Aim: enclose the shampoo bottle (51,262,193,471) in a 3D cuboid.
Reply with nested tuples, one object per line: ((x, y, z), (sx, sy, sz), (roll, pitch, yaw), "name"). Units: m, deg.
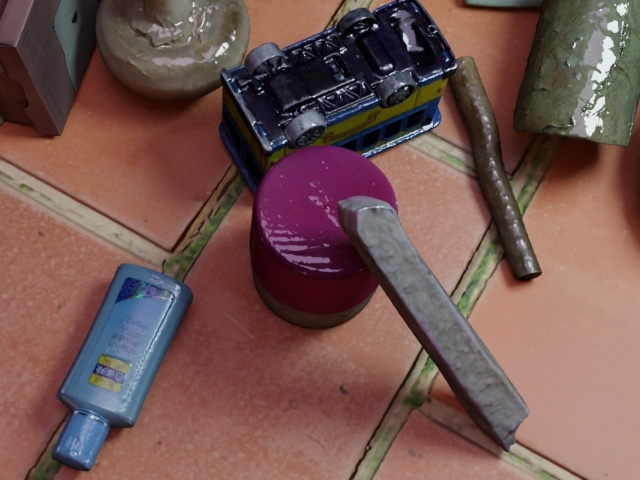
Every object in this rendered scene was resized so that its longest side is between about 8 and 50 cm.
((-0.250, 0.156, 1.683), (0.104, 0.061, 0.258), (20, 66, 6), "shampoo bottle")

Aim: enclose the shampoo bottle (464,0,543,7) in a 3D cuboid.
((0.301, -0.357, 1.973), (0.190, 0.041, 0.069), (7, 63, -2), "shampoo bottle")

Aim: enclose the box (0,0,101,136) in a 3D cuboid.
((-0.369, -0.279, 1.789), (0.086, 0.215, 0.215), (9, 65, 12), "box")

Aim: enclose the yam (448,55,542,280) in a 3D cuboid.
((0.232, -0.098, 1.849), (0.045, 0.045, 0.327), (3, 62, -38), "yam")

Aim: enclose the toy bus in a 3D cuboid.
((0.020, -0.187, 1.798), (0.287, 0.175, 0.138), (-25, 69, -15), "toy bus")

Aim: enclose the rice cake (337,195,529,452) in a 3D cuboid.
((0.137, 0.095, 1.618), (0.064, 0.399, 0.070), (-41, 31, -9), "rice cake")

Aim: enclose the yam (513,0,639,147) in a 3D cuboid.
((0.359, -0.253, 1.848), (0.168, 0.168, 0.304), (15, 77, 2), "yam")

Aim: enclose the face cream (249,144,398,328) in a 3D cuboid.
((0.000, 0.000, 1.702), (0.175, 0.195, 0.175), (2, 67, -4), "face cream")

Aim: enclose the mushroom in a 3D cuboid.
((-0.195, -0.297, 1.811), (0.207, 0.215, 0.207), (0, 59, 0), "mushroom")
